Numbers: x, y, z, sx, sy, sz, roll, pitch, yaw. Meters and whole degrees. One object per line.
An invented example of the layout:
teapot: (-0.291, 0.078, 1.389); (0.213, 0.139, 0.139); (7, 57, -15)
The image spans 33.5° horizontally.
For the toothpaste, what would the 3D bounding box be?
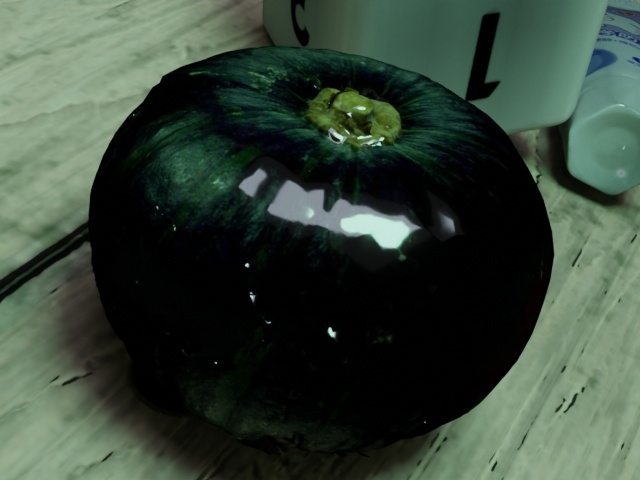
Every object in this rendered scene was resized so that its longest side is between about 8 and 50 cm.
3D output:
toothpaste: (0.250, -0.155, 0.934); (0.125, 0.080, 0.371); (15, 31, 5)

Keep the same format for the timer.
timer: (0.077, -0.197, 0.747); (0.194, 0.195, 0.192); (-13, 48, -16)

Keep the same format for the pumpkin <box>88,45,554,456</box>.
pumpkin: (0.000, 0.000, 0.533); (0.233, 0.163, 0.233); (14, 37, -11)
